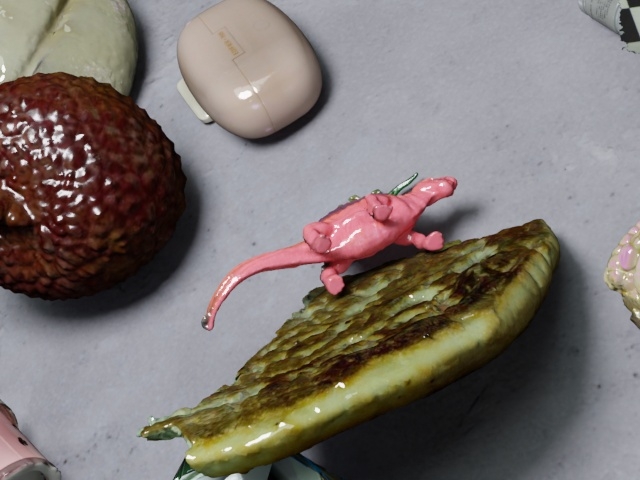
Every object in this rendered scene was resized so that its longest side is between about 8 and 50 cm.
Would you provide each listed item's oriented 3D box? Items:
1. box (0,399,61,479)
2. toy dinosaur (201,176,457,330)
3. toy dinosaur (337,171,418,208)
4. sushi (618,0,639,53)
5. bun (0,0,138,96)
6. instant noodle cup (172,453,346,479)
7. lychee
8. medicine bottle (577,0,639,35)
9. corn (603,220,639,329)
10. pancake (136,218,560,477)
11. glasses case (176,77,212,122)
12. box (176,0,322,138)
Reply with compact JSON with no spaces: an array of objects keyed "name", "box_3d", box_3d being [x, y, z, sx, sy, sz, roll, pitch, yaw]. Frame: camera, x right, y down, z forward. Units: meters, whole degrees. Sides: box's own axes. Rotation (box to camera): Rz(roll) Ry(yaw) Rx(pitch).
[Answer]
[{"name":"box","box_3d":[-0.347,0.246,1.422,0.135,0.151,0.151,31,77,32]},{"name":"toy dinosaur","box_3d":[0.002,-0.004,1.379,0.286,0.070,0.139,-25,24,-4]},{"name":"toy dinosaur","box_3d":[0.060,-0.026,1.455,0.120,0.029,0.060,-35,63,-1]},{"name":"sushi","box_3d":[0.387,-0.303,1.389,0.193,0.043,0.279,5,60,5]},{"name":"bun","box_3d":[-0.411,-0.225,1.721,0.365,0.219,0.365,-14,57,23]},{"name":"instant noodle cup","box_3d":[-0.028,0.290,1.188,0.240,0.178,0.240,-15,53,20]},{"name":"lychee","box_3d":[-0.282,-0.060,1.522,0.261,0.260,0.260,-15,54,21]},{"name":"medicine bottle","box_3d":[0.315,-0.241,1.426,0.058,0.058,0.091,-44,49,-3]},{"name":"corn","box_3d":[0.394,-0.043,1.210,0.335,0.126,0.127,-45,49,-5]},{"name":"pancake","box_3d":[0.037,0.098,1.237,0.305,0.066,0.427,-13,16,39]},{"name":"glasses case","box_3d":[-0.145,-0.171,1.663,0.032,0.021,0.083,-36,50,-2]},{"name":"box","box_3d":[-0.083,-0.202,1.600,0.146,0.088,0.200,-32,48,-5]}]
